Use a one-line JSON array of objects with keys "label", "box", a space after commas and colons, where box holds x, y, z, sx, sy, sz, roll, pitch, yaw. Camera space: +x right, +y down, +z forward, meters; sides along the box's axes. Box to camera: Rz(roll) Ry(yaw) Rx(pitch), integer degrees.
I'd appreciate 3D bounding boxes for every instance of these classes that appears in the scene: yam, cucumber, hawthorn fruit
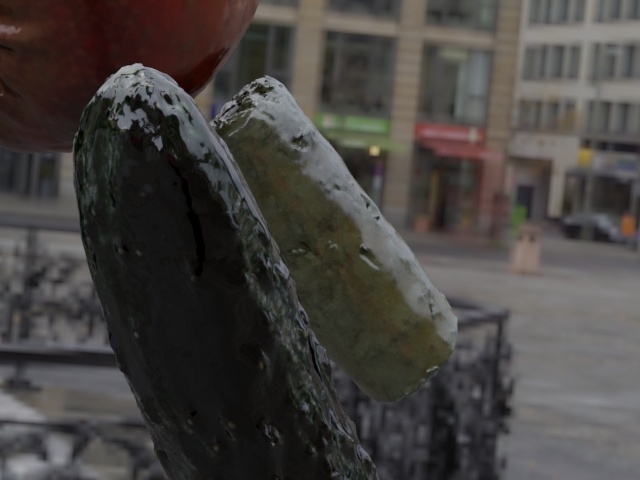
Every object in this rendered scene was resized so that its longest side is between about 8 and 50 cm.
[{"label": "yam", "box": [0.000, 0.000, 0.982, 0.179, 0.078, 0.078, 50, -8, -12]}, {"label": "cucumber", "box": [-0.019, 0.074, 0.677, 0.081, 0.303, 0.072, -18, 24, 20]}, {"label": "hawthorn fruit", "box": [-0.113, -0.142, 0.951, 0.200, 0.179, 0.179, -33, 26, -34]}]
